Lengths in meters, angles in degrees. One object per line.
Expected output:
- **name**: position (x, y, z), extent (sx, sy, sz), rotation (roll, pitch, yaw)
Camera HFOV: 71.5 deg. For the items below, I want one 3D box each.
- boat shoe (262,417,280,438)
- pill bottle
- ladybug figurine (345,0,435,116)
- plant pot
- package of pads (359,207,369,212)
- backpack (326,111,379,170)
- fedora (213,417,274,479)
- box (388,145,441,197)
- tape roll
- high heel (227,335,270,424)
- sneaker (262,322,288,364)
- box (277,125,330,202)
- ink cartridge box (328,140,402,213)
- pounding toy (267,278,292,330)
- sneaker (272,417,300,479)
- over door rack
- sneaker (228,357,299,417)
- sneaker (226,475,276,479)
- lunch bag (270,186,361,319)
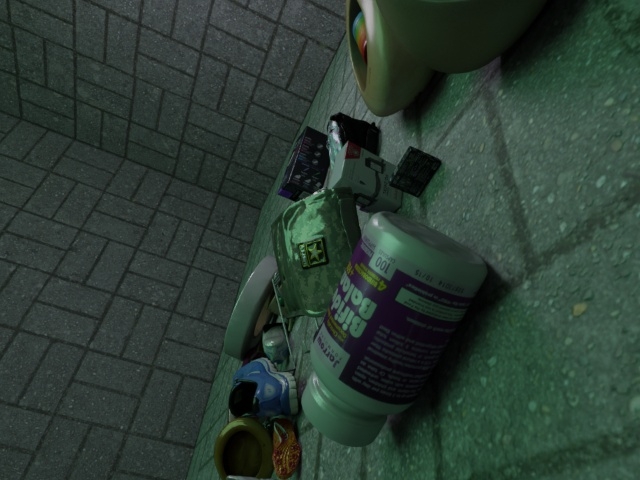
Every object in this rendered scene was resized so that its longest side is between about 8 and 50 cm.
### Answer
- **boat shoe**: position (-0.145, 0.521, 1.228), extent (0.125, 0.038, 0.046), rotation (124, 161, -44)
- **pill bottle**: position (0.086, 0.127, 0.620), extent (0.169, 0.169, 0.302), rotation (-110, 43, -70)
- **ladybug figurine**: position (0.163, -0.488, 1.072), extent (0.305, 0.161, 0.450), rotation (85, 176, -51)
- **plant pot**: position (0.224, -0.386, 0.705), extent (0.191, 0.283, 0.284), rotation (63, -143, -59)
- **package of pads**: position (0.121, -0.115, 1.120), extent (0.050, 0.031, 0.083), rotation (122, 162, -46)
- **backpack**: position (0.090, -0.262, 1.262), extent (0.115, 0.151, 0.182), rotation (119, 153, -51)
- **fedora**: position (-0.190, 0.565, 1.182), extent (0.079, 0.194, 0.195), rotation (21, -91, -67)
- **box**: position (0.177, -0.129, 0.844), extent (0.018, 0.067, 0.083), rotation (-88, 22, -53)
- **tape roll**: position (-0.227, 0.245, 1.610), extent (0.392, 0.071, 0.393), rotation (22, -90, -83)
- **high heel**: position (-0.225, 0.498, 1.427), extent (0.377, 0.127, 0.181), rotation (-71, 8, -51)
- **sneaker**: position (-0.146, 0.325, 1.439), extent (0.237, 0.085, 0.086), rotation (-111, 17, -80)
- **box**: position (-0.056, -0.302, 1.839), extent (0.165, 0.143, 0.271), rotation (-30, 41, 67)
- **ink cartridge box**: position (0.103, -0.130, 0.964), extent (0.063, 0.150, 0.109), rotation (-44, 28, 52)
- **pounding toy**: position (-0.109, 0.197, 1.474), extent (0.130, 0.100, 0.141), rotation (-59, 10, 19)
- **sneaker**: position (-0.078, 0.483, 1.015), extent (0.175, 0.064, 0.068), rotation (-107, 19, -76)
- **over door rack**: position (-0.051, 0.187, 1.244), extent (0.239, 0.108, 0.325), rotation (128, 144, -52)
- **sneaker**: position (-0.184, 0.393, 1.188), extent (0.330, 0.147, 0.130), rotation (-18, 75, 61)
- **sneaker**: position (-0.145, 0.592, 0.937), extent (0.111, 0.129, 0.297), rotation (-71, 15, -12)
- **lunch bag**: position (0.006, 0.036, 0.930), extent (0.287, 0.168, 0.236), rotation (148, 112, -67)
